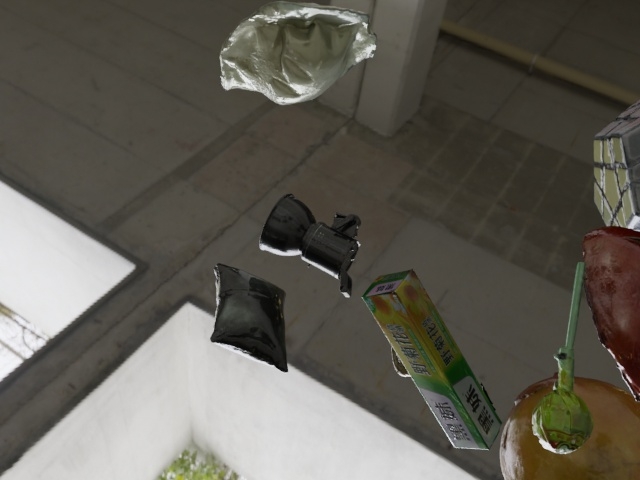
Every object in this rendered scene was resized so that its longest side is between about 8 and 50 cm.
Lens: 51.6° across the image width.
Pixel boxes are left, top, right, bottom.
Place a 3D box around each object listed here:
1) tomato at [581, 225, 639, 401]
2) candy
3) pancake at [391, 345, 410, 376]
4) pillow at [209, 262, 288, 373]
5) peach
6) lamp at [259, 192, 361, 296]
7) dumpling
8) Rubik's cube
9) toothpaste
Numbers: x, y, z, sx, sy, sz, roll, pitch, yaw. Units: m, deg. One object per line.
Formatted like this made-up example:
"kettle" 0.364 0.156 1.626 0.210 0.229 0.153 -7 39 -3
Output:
"tomato" 0.419 0.084 0.826 0.227 0.101 0.228 23 -122 -42
"candy" 0.252 0.115 0.667 0.058 0.062 0.194 13 -103 -6
"pancake" 0.233 0.289 1.770 0.025 0.152 0.152 10 -137 -23
"pillow" -0.148 0.160 1.417 0.185 0.106 0.250 26 -150 -23
"peach" 0.568 0.461 1.431 0.289 0.373 0.373 12 -148 -50
"lamp" 0.000 0.000 1.490 0.227 0.147 0.172 26 -98 14
"dumpling" -0.036 -0.235 0.799 0.181 0.155 0.111 -35 -114 -5
"Rubik's cube" 0.576 -0.101 1.008 0.318 0.264 0.319 12 -136 -11
"toothpaste" 0.101 0.107 0.587 0.037 0.043 0.179 -45 -69 -41
